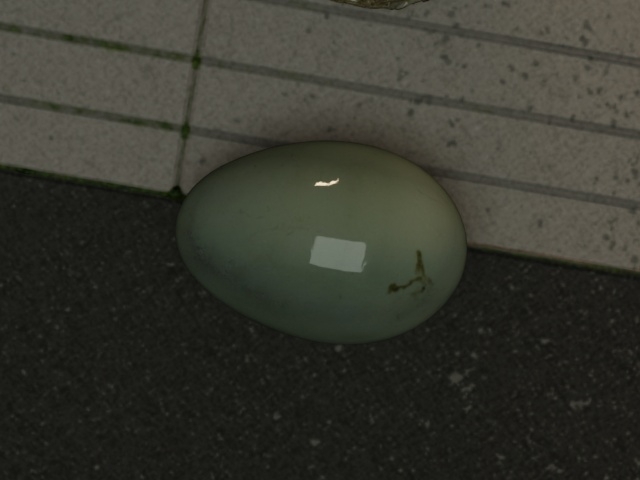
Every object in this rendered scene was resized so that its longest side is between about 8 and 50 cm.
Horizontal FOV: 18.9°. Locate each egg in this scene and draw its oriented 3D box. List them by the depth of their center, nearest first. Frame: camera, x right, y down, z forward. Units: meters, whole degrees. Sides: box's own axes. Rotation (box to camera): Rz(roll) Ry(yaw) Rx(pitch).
[{"bbox_3d":[0.000,0.000,1.726,0.264,0.183,0.183,7,106,4],"label":"egg"}]

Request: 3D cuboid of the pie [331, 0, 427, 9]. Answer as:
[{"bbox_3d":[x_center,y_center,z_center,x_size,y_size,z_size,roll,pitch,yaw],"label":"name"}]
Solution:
[{"bbox_3d":[0.046,-0.297,1.710,0.218,0.052,0.185,29,102,-9],"label":"pie"}]
